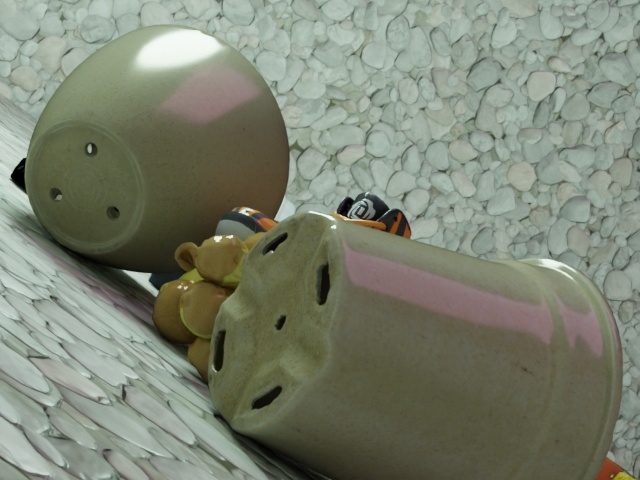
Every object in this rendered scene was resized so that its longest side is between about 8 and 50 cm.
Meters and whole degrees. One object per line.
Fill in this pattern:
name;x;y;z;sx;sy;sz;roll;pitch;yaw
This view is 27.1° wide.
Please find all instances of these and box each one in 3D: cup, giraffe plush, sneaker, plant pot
cup;-0.237;-0.095;1.673;0.331;0.331;0.237;36;26;10
giraffe plush;-0.114;0.073;1.503;0.171;0.181;0.210;8;-9;41
sneaker;0.000;0.000;1.652;0.125;0.180;0.321;18;-16;37
plant pot;0.071;0.122;1.316;0.306;0.333;0.334;24;6;-29

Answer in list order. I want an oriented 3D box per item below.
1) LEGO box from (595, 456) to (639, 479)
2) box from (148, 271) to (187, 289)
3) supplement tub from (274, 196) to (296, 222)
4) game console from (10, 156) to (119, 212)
LEGO box;0.582;0.550;1.810;0.500;0.193;0.372;36;0;-24
box;-0.137;0.058;1.940;0.158;0.093;0.156;37;20;20
supplement tub;-0.235;-0.078;2.379;0.331;0.241;0.241;36;0;-10
game console;-0.375;-0.059;2.080;0.213;0.044;0.361;37;-1;-9
